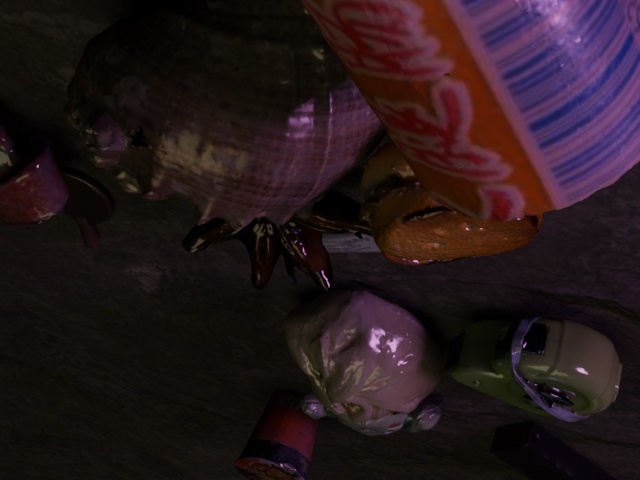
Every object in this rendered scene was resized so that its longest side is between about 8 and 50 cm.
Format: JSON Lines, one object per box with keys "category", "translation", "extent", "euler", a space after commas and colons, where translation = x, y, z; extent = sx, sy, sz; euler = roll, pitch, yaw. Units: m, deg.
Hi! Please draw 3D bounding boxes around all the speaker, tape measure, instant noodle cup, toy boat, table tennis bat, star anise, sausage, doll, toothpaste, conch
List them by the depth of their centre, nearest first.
{"category": "sausage", "translation": [0.120, -0.183, 0.921], "extent": [0.233, 0.233, 0.287], "euler": [-2, 145, 34]}
{"category": "conch", "translation": [-0.089, -0.117, 1.175], "extent": [0.297, 0.210, 0.352], "euler": [31, 148, -19]}
{"category": "star anise", "translation": [-0.046, -0.059, 1.377], "extent": [0.272, 0.102, 0.271], "euler": [9, 121, 16]}
{"category": "toy boat", "translation": [-0.437, -0.147, 1.486], "extent": [0.206, 0.096, 0.282], "euler": [10, 142, 47]}
{"category": "toothpaste", "translation": [0.000, 0.000, 1.496], "extent": [0.197, 0.029, 0.048], "euler": [0, 147, 27]}
{"category": "tape measure", "translation": [0.283, 0.163, 1.509], "extent": [0.200, 0.106, 0.175], "euler": [27, 153, -15]}
{"category": "table tennis bat", "translation": [-0.341, -0.003, 1.610], "extent": [0.108, 0.119, 0.170], "euler": [14, 148, 13]}
{"category": "speaker", "translation": [0.360, 0.346, 1.823], "extent": [0.218, 0.044, 0.082], "euler": [36, 147, -25]}
{"category": "doll", "translation": [0.077, 0.254, 1.824], "extent": [0.214, 0.071, 0.103], "euler": [3, 159, 12]}
{"category": "instant noodle cup", "translation": [-0.059, 0.320, 1.947], "extent": [0.127, 0.135, 0.127], "euler": [15, 150, 9]}

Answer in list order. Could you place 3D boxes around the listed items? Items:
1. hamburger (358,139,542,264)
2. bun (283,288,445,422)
{"category": "hamburger", "translation": [0.128, -0.045, 1.220], "extent": [0.182, 0.117, 0.191], "euler": [5, 157, -17]}
{"category": "bun", "translation": [0.051, 0.167, 1.637], "extent": [0.231, 0.133, 0.231], "euler": [15, 152, 8]}
